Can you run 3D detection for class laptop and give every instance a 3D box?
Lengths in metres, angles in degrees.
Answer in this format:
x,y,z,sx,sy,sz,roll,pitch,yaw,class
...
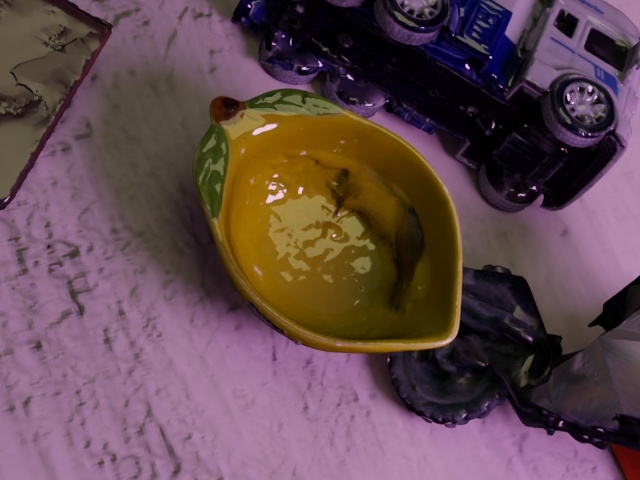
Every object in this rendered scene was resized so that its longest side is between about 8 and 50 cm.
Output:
x,y,z,sx,sy,sz,roll,pitch,yaw,class
-0.251,-0.122,1.015,0.207,0.026,0.154,28,66,-6,laptop

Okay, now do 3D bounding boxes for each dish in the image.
x,y,z,sx,sy,sz,roll,pitch,yaw,class
0.000,0.000,1.030,0.149,0.080,0.207,-38,78,-24,dish

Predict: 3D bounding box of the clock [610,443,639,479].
x,y,z,sx,sy,sz,roll,pitch,yaw,class
0.253,0.129,1.088,0.113,0.061,0.155,-16,69,-26,clock

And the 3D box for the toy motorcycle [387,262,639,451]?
x,y,z,sx,sy,sz,roll,pitch,yaw,class
0.182,0.059,1.029,0.270,0.106,0.159,12,72,15,toy motorcycle

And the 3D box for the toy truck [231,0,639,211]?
x,y,z,sx,sy,sz,roll,pitch,yaw,class
0.092,-0.149,1.125,0.268,0.124,0.155,30,57,-6,toy truck
